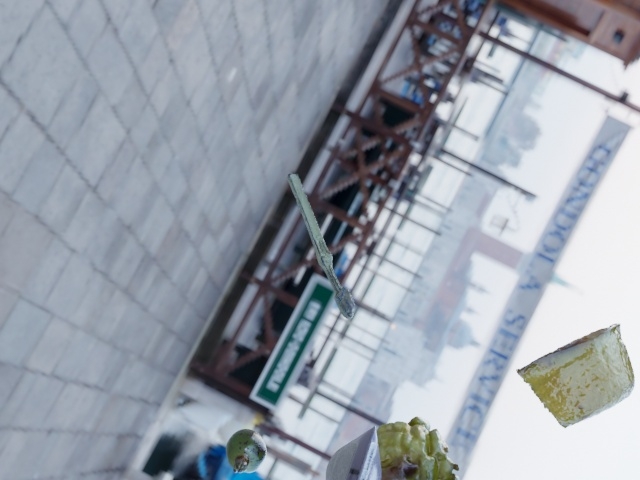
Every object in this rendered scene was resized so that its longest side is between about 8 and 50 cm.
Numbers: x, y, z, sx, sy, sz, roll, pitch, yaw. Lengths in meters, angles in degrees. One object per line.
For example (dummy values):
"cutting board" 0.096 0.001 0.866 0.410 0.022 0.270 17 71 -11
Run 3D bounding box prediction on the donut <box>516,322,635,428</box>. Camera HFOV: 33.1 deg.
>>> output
"donut" 0.391 0.199 1.573 0.151 0.112 0.295 -27 168 13

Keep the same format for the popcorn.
"popcorn" 0.177 0.453 2.140 0.169 0.189 0.218 -105 173 -59

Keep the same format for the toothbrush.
"toothbrush" -0.002 0.003 1.758 0.026 0.294 0.028 -5 142 -28

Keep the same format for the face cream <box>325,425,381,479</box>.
"face cream" 0.059 0.391 1.812 0.274 0.096 0.154 93 19 -77

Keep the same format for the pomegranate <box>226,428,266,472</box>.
"pomegranate" -0.124 0.348 1.782 0.073 0.073 0.084 -63 175 -4
